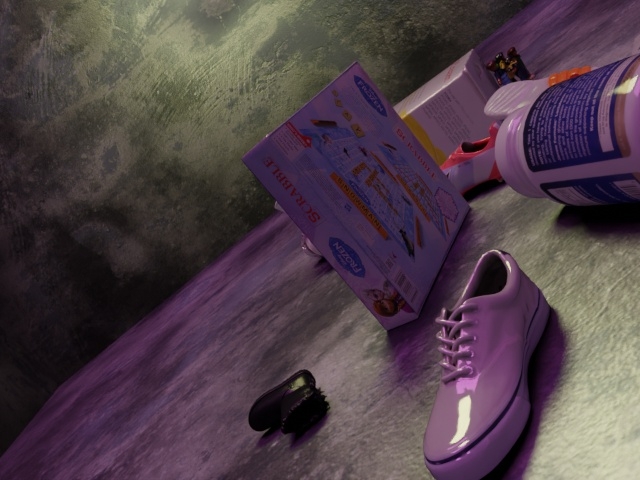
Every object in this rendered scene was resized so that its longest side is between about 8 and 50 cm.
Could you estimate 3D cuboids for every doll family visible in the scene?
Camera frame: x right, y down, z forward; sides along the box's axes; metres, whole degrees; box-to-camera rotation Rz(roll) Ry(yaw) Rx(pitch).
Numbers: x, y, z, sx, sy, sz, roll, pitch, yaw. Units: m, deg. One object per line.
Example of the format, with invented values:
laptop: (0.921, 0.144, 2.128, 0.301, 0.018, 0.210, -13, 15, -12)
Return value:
doll family: (0.462, -0.414, 1.556, 0.076, 0.111, 0.193, -34, 12, 26)

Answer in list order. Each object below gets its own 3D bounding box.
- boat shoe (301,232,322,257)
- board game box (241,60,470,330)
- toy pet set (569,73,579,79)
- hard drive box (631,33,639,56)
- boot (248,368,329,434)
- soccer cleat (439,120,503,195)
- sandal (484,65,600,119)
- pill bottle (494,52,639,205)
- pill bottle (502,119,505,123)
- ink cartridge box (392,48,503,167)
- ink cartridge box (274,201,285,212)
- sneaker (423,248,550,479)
boat shoe: (0.000, 0.000, 1.516, 0.096, 0.098, 0.277, -58, 4, 14)
board game box: (0.076, -0.083, 0.968, 0.066, 0.318, 0.318, -31, 13, 39)
toy pet set: (0.397, -0.170, 0.946, 0.114, 0.065, 0.122, -47, 50, -5)
hard drive box: (0.494, -0.252, 0.800, 0.181, 0.089, 0.232, -41, 7, 41)
boot: (-0.045, 0.228, 0.850, 0.121, 0.045, 0.099, -39, 14, 0)
soccer cleat: (0.249, -0.124, 1.143, 0.248, 0.095, 0.083, -28, 16, 46)
sandal: (0.397, -0.229, 1.085, 0.102, 0.076, 0.265, -57, 28, -8)
pill bottle: (0.320, -0.116, 0.715, 0.153, 0.153, 0.265, -42, 12, -12)
pill bottle: (0.399, -0.245, 1.266, 0.083, 0.043, 0.043, -46, 13, -29)
ink cartridge box: (0.245, -0.264, 1.547, 0.385, 0.160, 0.279, -34, 12, 29)
ink cartridge box: (0.008, -0.071, 1.501, 0.056, 0.225, 0.181, -63, 6, 13)
sneaker: (0.140, 0.104, 0.590, 0.094, 0.091, 0.258, -31, 14, 39)
